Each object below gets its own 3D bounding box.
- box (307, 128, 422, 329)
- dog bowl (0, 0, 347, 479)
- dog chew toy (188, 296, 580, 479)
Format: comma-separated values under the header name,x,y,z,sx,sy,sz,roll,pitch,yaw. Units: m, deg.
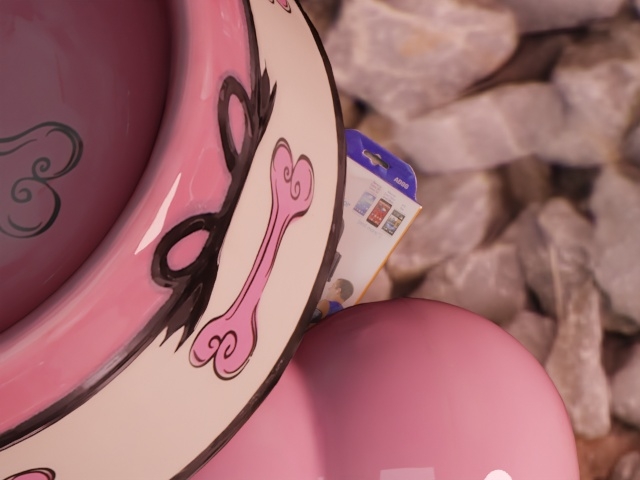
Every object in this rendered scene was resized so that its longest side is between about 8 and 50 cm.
name,x,y,z,sx,sy,sz,roll,pitch,yaw
box,0.000,0.000,1.040,0.081,0.028,0.136,34,95,3
dog bowl,-0.200,-0.049,0.848,0.408,0.150,0.408,-4,67,10
dog chew toy,-0.034,0.136,0.932,0.332,0.206,0.206,-1,90,-11
